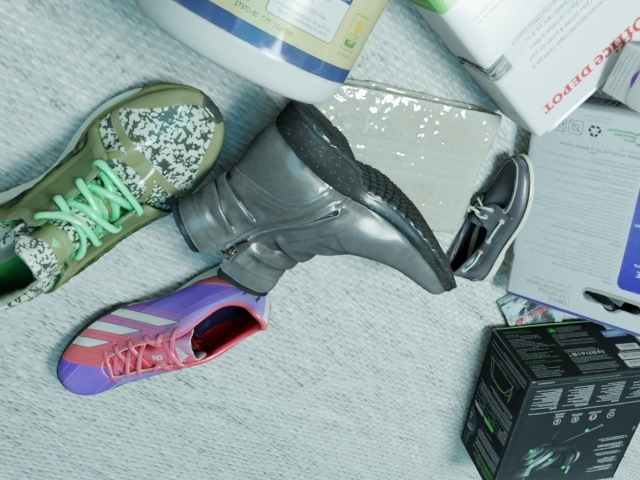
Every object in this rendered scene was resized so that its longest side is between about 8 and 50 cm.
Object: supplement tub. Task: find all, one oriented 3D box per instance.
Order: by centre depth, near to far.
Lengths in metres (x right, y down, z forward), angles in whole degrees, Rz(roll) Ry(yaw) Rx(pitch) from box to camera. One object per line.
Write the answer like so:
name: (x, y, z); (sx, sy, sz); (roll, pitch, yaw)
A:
supplement tub: (-0.015, -0.317, 0.589); (0.228, 0.228, 0.316); (22, 110, -23)

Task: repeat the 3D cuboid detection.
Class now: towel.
towel: (0.088, -0.108, 0.831); (0.282, 0.049, 0.187); (8, 116, -19)

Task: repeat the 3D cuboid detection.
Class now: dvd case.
dvd case: (0.351, 0.123, 1.037); (0.087, 0.013, 0.119); (-29, 120, 2)

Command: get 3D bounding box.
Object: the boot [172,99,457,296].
boot: (0.000, 0.000, 0.790); (0.223, 0.118, 0.338); (-40, 115, 17)

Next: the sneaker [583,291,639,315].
sneaker: (0.514, 0.097, 0.984); (0.235, 0.153, 0.094); (25, 109, -25)

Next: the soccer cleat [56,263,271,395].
soccer cleat: (-0.214, 0.136, 0.842); (0.318, 0.116, 0.108); (-25, 120, 0)

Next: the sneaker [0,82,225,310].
sneaker: (-0.276, -0.019, 0.707); (0.410, 0.182, 0.158); (-35, 120, 5)

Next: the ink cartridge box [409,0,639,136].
ink cartridge box: (0.237, -0.291, 0.731); (0.198, 0.114, 0.273); (-44, 119, 10)

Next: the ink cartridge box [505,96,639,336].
ink cartridge box: (0.420, -0.024, 0.834); (0.072, 0.304, 0.307); (-36, 134, -43)

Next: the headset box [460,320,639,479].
headset box: (0.397, 0.290, 1.061); (0.246, 0.131, 0.283); (-3, 121, -14)

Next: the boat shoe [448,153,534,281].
boat shoe: (0.242, -0.029, 0.896); (0.065, 0.075, 0.206); (4, 121, -19)

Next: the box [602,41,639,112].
box: (0.486, -0.213, 0.793); (0.324, 0.063, 0.067); (-12, 136, -34)
